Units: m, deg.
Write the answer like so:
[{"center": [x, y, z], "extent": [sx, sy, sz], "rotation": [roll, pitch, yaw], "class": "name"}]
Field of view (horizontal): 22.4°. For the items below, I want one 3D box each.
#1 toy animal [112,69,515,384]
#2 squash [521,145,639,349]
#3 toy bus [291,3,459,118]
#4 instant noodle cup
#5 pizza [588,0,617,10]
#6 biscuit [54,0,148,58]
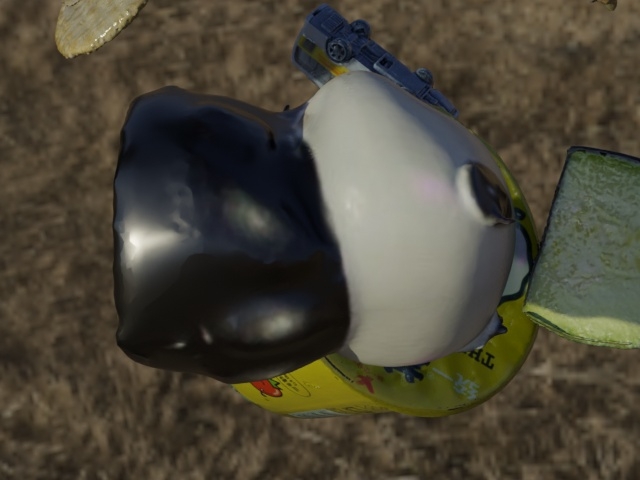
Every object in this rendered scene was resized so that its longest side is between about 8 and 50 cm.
[{"center": [0.000, 0.000, 1.278], "extent": [0.310, 0.251, 0.251], "rotation": [-1, 31, 1], "class": "toy animal"}, {"center": [0.308, 0.019, 1.600], "extent": [0.184, 0.192, 0.085], "rotation": [17, -2, 9], "class": "squash"}, {"center": [0.057, -0.171, 1.736], "extent": [0.190, 0.075, 0.064], "rotation": [37, 40, 4], "class": "toy bus"}, {"center": [0.032, 0.043, 1.664], "extent": [0.325, 0.325, 0.254], "rotation": [-31, 1, -34], "class": "instant noodle cup"}, {"center": [0.203, -0.249, 1.078], "extent": [0.201, 0.193, 0.053], "rotation": [25, 0, 11], "class": "pizza"}, {"center": [-0.283, -0.335, 2.162], "extent": [0.220, 0.033, 0.220], "rotation": [-30, 40, 30], "class": "biscuit"}]
